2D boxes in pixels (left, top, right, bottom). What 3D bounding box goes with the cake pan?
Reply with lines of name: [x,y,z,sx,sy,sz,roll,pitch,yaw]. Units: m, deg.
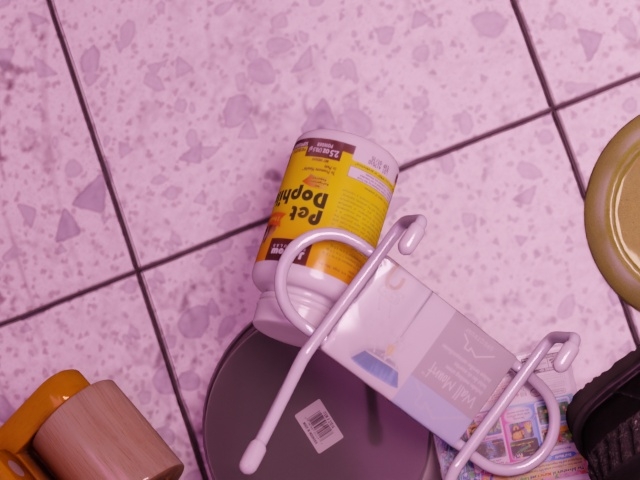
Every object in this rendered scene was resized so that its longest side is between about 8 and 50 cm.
cake pan: [0.003,0.202,2.013,0.293,0.054,0.293,-1,87,16]

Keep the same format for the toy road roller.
toy road roller: [-0.325,0.306,2.003,0.329,0.240,0.202,-45,74,9]

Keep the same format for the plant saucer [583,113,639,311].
plant saucer: [0.387,-0.030,1.920,0.241,0.037,0.241,-1,86,16]

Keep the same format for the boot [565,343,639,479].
boot: [0.397,0.170,1.787,0.131,0.260,0.348,38,107,-22]

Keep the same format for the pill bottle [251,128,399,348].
pill bottle: [0.000,0.000,1.961,0.117,0.117,0.215,12,72,17]

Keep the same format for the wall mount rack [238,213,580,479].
wall mount rack: [0.082,0.154,1.846,0.350,0.130,0.304,37,83,-10]

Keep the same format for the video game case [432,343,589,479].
video game case: [0.194,0.192,1.950,0.157,0.019,0.143,-11,84,-5]
